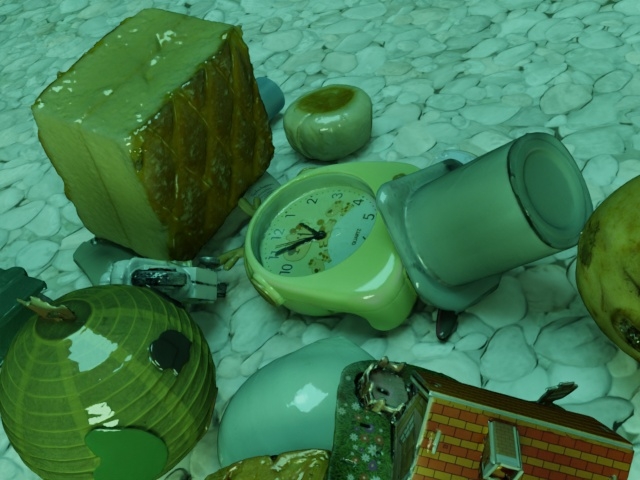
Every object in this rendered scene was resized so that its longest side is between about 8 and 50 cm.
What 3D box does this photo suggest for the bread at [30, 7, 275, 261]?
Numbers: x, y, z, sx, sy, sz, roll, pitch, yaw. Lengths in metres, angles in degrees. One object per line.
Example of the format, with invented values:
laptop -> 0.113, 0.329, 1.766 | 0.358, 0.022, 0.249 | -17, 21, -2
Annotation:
bread -> -0.230, -0.154, 1.188 | 0.207, 0.279, 0.279 | 19, 58, 25

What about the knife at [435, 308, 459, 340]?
knife -> 0.196, 0.042, 1.111 | 0.036, 0.018, 0.247 | 3, 43, 25

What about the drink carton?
drink carton -> 0.217, -0.031, 1.001 | 0.186, 0.191, 0.190 | -21, -4, -44

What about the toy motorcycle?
toy motorcycle -> -0.216, 0.059, 1.094 | 0.151, 0.229, 0.074 | -2, 83, 11

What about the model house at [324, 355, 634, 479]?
model house -> 0.168, 0.183, 0.770 | 0.294, 0.154, 0.207 | 16, 45, -6

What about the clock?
clock -> 0.000, 0.000, 1.137 | 0.308, 0.096, 0.235 | 3, 55, 28

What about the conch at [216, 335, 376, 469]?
conch -> -0.029, 0.194, 0.955 | 0.221, 0.120, 0.185 | -27, 12, -5

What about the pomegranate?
pomegranate -> 0.408, 0.030, 0.880 | 0.261, 0.260, 0.260 | -9, 41, 8

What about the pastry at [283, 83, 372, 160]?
pastry -> 0.016, -0.203, 1.390 | 0.157, 0.092, 0.156 | -6, 42, 6

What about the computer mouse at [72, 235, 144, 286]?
computer mouse -> -0.326, 0.030, 1.264 | 0.089, 0.056, 0.182 | -30, 42, -22

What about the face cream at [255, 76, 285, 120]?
face cream -> -0.164, -0.192, 1.442 | 0.077, 0.077, 0.250 | 17, 51, 32

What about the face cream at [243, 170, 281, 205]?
face cream -> -0.103, -0.080, 1.318 | 0.072, 0.051, 0.182 | -32, 42, -15

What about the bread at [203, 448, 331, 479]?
bread -> -0.045, 0.306, 0.800 | 0.149, 0.143, 0.158 | -12, 37, 5

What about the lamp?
lamp -> -0.253, 0.149, 0.934 | 0.250, 0.284, 0.250 | -13, 40, 11

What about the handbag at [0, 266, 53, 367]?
handbag -> -0.576, 0.112, 1.227 | 0.327, 0.089, 0.238 | 16, 50, 33

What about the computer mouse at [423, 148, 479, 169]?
computer mouse -> 0.166, -0.056, 1.205 | 0.102, 0.044, 0.199 | 18, 59, 35
